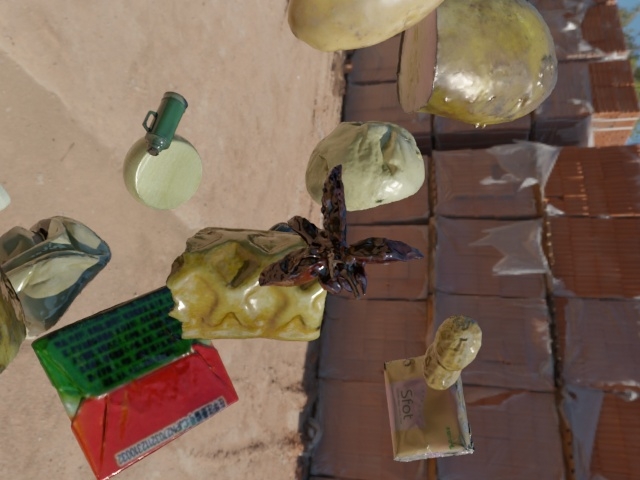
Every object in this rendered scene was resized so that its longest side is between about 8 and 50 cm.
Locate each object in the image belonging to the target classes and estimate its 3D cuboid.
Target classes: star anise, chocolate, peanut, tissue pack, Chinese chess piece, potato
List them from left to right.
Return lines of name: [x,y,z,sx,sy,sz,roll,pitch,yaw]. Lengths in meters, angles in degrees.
chocolate: [-0.437,0.322,1.174,0.360,0.161,0.342,-23,83,-35]
Chinese chess piece: [-0.498,-0.220,1.552,0.250,0.101,0.251,-30,135,-35]
star anise: [0.010,0.002,0.468,0.158,0.140,0.144,-49,161,-4]
potato: [0.073,-0.315,0.571,0.235,0.161,0.128,-53,-154,19]
tissue pack: [0.285,0.441,1.303,0.123,0.214,0.257,46,34,-48]
peanut: [0.245,0.217,0.926,0.089,0.089,0.193,-73,174,-45]
potato: [0.272,-0.297,0.809,0.229,0.265,0.230,177,-90,-79]

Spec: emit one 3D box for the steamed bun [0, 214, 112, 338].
steamed bun: [-0.731,0.075,1.267,0.237,0.346,0.394,44,4,-19]

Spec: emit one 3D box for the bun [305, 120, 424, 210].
bun: [0.081,-0.162,0.981,0.259,0.259,0.160,-55,133,-63]

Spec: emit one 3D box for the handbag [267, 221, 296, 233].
handbag: [-0.141,0.073,1.623,0.254,0.093,0.308,-58,164,-15]

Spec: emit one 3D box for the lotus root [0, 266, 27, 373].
lotus root: [-0.576,0.044,0.696,0.250,0.250,0.346,-60,159,-59]

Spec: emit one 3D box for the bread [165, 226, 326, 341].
bread: [-0.117,0.078,0.867,0.238,0.251,0.196,-107,-162,-82]

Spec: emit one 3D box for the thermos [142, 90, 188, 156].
thermos: [-0.431,-0.319,1.347,0.083,0.073,0.188,82,19,-62]

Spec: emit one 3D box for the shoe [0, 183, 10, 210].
shoe: [-0.627,-0.120,0.789,0.110,0.095,0.265,-65,149,-33]
